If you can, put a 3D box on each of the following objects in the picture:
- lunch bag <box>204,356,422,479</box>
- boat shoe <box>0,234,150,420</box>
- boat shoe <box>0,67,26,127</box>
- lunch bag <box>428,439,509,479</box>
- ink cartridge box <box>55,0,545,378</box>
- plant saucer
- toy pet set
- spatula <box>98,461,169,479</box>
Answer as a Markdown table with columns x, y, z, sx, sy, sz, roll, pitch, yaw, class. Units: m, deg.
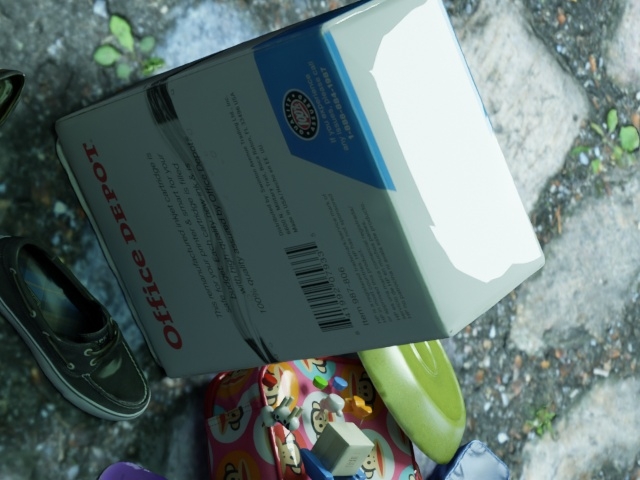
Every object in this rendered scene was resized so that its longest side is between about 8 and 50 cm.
| x | y | z | sx | sy | sz | roll | pitch | yaw | class |
| --- | --- | --- | --- | --- | --- | --- | --- | --- | --- |
| 0.014 | 0.262 | 1.752 | 0.258 | 0.120 | 0.293 | 10 | 66 | -43 | lunch bag |
| -0.227 | 0.081 | 1.624 | 0.228 | 0.076 | 0.080 | 54 | 53 | -20 | boat shoe |
| -0.326 | -0.108 | 1.589 | 0.056 | 0.049 | 0.152 | 48 | 56 | -25 | boat shoe |
| 0.159 | 0.272 | 1.935 | 0.067 | 0.065 | 0.098 | 46 | 55 | -7 | lunch bag |
| -0.030 | -0.046 | 1.609 | 0.166 | 0.395 | 0.285 | -32 | 104 | -42 | ink cartridge box |
| 0.093 | 0.120 | 1.831 | 0.241 | 0.037 | 0.241 | 55 | 15 | -22 | plant saucer |
| -0.001 | 0.188 | 1.658 | 0.122 | 0.114 | 0.065 | 9 | 118 | -49 | toy pet set |
| -0.105 | 0.311 | 1.719 | 0.296 | 0.030 | 0.084 | 37 | 49 | -31 | spatula |
